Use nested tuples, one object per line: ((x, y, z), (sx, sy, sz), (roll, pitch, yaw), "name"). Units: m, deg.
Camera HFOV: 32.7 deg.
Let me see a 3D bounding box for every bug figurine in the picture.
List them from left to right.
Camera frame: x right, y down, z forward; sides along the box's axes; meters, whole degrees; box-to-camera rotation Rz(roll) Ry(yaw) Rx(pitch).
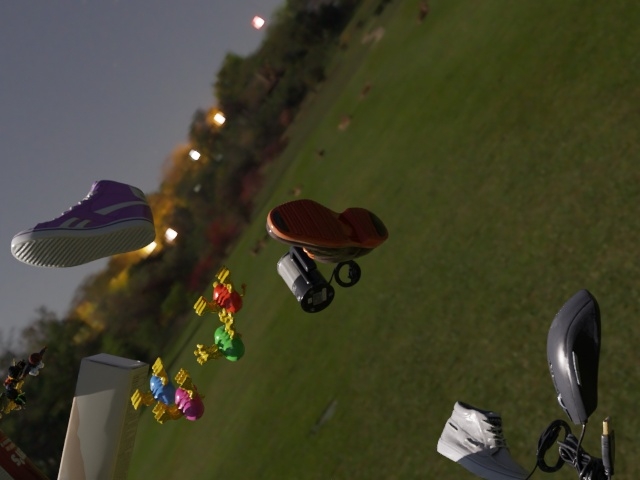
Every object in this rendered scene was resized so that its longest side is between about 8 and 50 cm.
((-0.194, 0.186, 1.763), (0.279, 0.072, 0.216), (-54, 25, 7), "bug figurine")

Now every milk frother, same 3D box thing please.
((-0.002, 0.071, 2.456), (0.135, 0.143, 0.129), (54, 138, 44), "milk frother")

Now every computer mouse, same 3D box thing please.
((0.317, 0.385, 1.733), (0.242, 0.071, 0.041), (-51, -12, 2), "computer mouse")
((0.348, 0.204, 1.481), (0.184, 0.060, 0.262), (-115, 25, -79), "computer mouse")

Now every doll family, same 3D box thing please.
((-0.661, 0.311, 2.386), (0.111, 0.076, 0.193), (112, 178, -68), "doll family")

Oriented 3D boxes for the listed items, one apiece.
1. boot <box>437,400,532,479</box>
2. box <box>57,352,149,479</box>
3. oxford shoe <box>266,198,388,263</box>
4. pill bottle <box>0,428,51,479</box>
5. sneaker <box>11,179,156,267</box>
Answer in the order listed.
((0.338, 0.405, 2.191), (0.258, 0.095, 0.123), (19, 91, 53), "boot")
((-0.482, 0.417, 2.424), (0.148, 0.121, 0.311), (20, -98, -83), "box")
((0.000, 0.000, 1.809), (0.271, 0.097, 0.098), (7, -44, -48), "oxford shoe")
((-0.407, 0.320, 1.370), (0.121, 0.221, 0.121), (-42, 7, 6), "pill bottle")
((-0.482, -0.040, 2.197), (0.102, 0.282, 0.161), (100, 157, -50), "sneaker")
